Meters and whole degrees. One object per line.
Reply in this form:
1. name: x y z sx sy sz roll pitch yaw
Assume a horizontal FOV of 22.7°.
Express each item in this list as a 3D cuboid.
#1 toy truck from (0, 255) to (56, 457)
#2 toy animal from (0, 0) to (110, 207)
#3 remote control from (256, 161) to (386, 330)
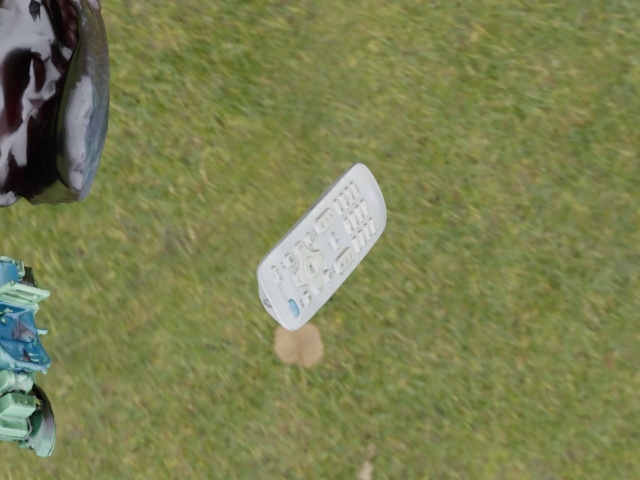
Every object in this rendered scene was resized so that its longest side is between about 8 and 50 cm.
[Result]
1. toy truck: -0.223 0.077 1.153 0.080 0.154 0.078 15 141 -42
2. toy animal: -0.157 -0.057 0.626 0.218 0.179 0.116 -8 132 28
3. remote control: 0.000 0.000 1.447 0.229 0.044 0.073 -48 120 -49
